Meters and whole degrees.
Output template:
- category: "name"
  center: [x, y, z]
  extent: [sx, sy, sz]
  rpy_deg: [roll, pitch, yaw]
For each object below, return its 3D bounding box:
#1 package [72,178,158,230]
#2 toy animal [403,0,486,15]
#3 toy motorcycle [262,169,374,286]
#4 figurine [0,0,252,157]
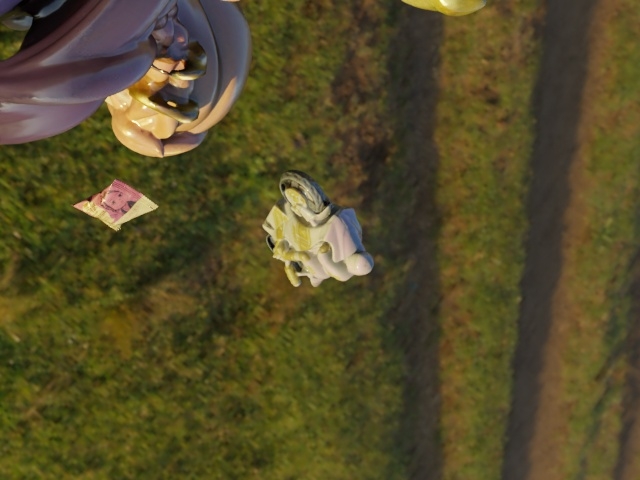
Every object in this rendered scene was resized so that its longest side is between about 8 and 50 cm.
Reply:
- category: "package"
  center: [-0.215, -0.035, 1.212]
  extent: [0.059, 0.083, 0.029]
  rpy_deg: [32, 51, -31]
- category: "toy animal"
  center: [0.150, -0.344, 0.914]
  extent: [0.363, 0.180, 0.181]
  rpy_deg: [-52, 166, -16]
- category: "toy motorcycle"
  center: [0.000, 0.000, 1.460]
  extent: [0.073, 0.152, 0.225]
  rpy_deg: [-48, 170, -24]
- category: "figurine"
  center: [-0.075, -0.083, 0.407]
  extent: [0.157, 0.126, 0.114]
  rpy_deg: [18, 143, -42]
